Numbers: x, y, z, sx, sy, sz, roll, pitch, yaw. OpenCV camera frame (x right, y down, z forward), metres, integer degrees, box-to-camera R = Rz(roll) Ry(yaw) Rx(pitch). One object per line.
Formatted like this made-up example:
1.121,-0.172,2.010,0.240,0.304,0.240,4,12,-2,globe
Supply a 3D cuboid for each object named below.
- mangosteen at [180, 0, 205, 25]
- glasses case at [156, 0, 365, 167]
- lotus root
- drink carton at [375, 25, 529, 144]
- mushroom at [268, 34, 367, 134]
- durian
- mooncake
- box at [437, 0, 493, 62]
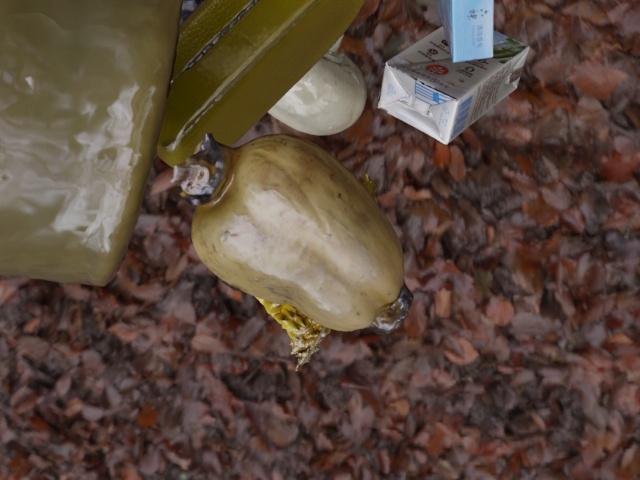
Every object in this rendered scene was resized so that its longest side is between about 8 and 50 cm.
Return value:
-0.281,-0.482,1.777,0.306,0.347,0.307,-24,150,-14,mangosteen
-0.100,-0.259,1.098,0.141,0.173,0.371,44,85,12,glasses case
-0.025,-0.006,0.778,0.257,0.140,0.154,40,110,-15,lotus root
0.297,-0.365,1.862,0.194,0.324,0.132,34,140,22,drink carton
-0.025,-0.306,1.493,0.246,0.246,0.202,21,112,-4,mushroom
0.005,-0.003,1.090,0.185,0.305,0.195,44,111,-7,durian
-0.281,-0.157,0.824,0.246,0.393,0.394,7,97,-24,mooncake
0.276,-0.466,1.607,0.083,0.232,0.143,-6,131,5,box
